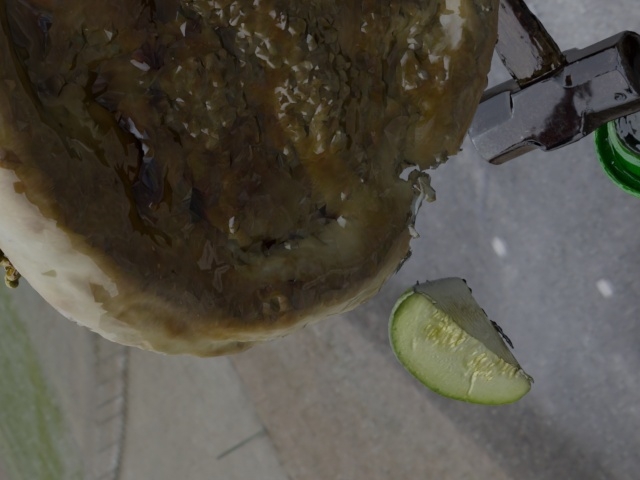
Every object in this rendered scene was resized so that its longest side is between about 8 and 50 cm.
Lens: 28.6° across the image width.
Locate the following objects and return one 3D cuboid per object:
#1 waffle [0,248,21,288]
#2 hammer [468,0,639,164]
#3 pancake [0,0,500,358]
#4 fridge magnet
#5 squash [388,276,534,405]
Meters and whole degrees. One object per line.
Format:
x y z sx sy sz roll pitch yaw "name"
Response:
-0.293 -0.071 1.335 0.051 0.231 0.229 27 137 58 "waffle"
0.205 -0.292 1.482 0.242 0.095 0.409 -23 107 45 "hammer"
-0.029 -0.117 0.648 0.071 0.382 0.382 13 129 44 "pancake"
0.455 -0.145 1.619 0.208 0.208 0.088 44 178 36 "fridge magnet"
0.148 0.134 1.439 0.169 0.093 0.252 55 -165 10 "squash"
